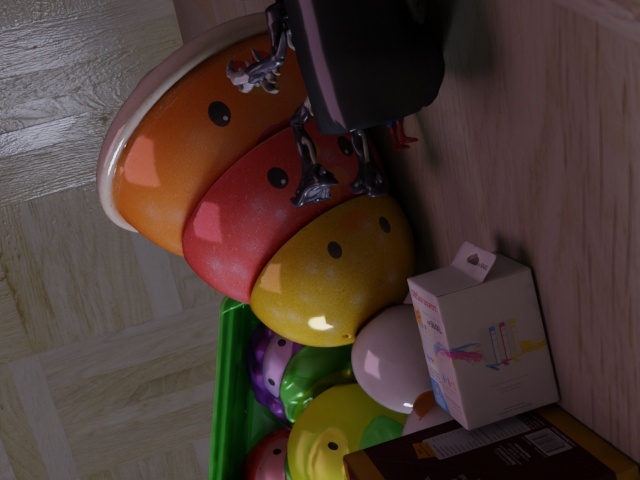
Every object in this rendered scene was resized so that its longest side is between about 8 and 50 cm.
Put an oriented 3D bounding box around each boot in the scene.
[{"bbox_3d":[-0.027,-0.290,0.824,0.367,0.146,0.445,-40,-56,-59],"label":"boot"}]

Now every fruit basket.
[{"bbox_3d":[-0.002,0.251,1.423,0.392,0.283,0.391,-176,90,-89],"label":"fruit basket"}]

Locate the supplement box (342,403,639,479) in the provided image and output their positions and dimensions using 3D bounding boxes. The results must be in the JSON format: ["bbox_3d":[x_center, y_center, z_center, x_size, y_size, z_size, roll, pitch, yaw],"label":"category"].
[{"bbox_3d":[0.144,0.241,0.917,0.191,0.194,0.129,-142,37,-74],"label":"supplement box"}]

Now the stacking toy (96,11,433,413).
[{"bbox_3d":[0.000,0.000,1.281,0.480,0.351,0.350,49,161,21],"label":"stacking toy"}]

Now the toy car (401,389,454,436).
[{"bbox_3d":[0.117,0.238,1.113,0.219,0.210,0.237,-149,55,-64],"label":"toy car"}]

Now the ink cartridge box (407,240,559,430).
[{"bbox_3d":[0.141,0.078,0.977,0.092,0.090,0.143,-147,41,-75],"label":"ink cartridge box"}]

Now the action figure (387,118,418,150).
[{"bbox_3d":[0.077,-0.152,1.132,0.038,0.030,0.115,135,123,-73],"label":"action figure"}]

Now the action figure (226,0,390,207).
[{"bbox_3d":[-0.009,-0.176,1.096,0.141,0.164,0.275,13,114,62],"label":"action figure"}]
